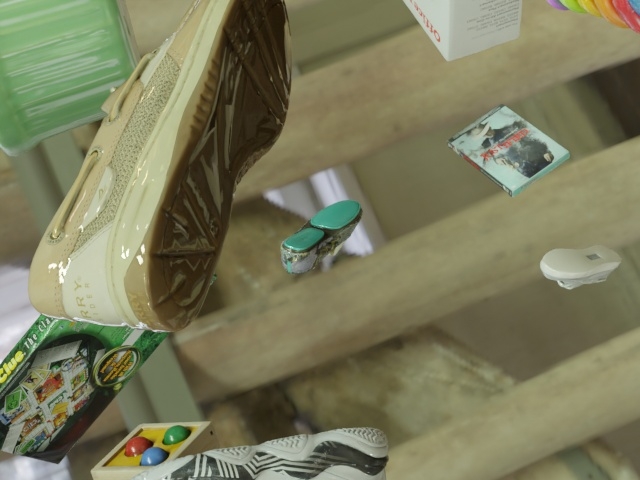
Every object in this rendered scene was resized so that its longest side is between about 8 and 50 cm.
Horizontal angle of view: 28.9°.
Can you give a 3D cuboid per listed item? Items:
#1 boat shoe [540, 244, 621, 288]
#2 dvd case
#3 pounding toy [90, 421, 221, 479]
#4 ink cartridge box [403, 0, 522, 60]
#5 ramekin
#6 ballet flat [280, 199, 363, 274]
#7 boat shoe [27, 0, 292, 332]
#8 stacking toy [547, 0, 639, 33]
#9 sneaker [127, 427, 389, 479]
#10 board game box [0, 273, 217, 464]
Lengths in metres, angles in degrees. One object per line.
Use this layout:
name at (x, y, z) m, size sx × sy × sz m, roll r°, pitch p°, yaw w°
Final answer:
boat shoe at (0.417, 0.049, 2.026) m, size 0.066 × 0.184 × 0.063 m, roll 41°, pitch 124°, yaw 30°
dvd case at (0.218, -0.107, 1.446) m, size 0.119 × 0.087 × 0.013 m, roll 44°, pitch 162°, yaw 41°
pounding toy at (-0.261, 0.330, 1.683) m, size 0.206 × 0.181 × 0.094 m, roll -43°, pitch -59°, yaw -55°
ink cartridge box at (0.125, -0.295, 1.174) m, size 0.203 × 0.086 × 0.148 m, roll 84°, pitch 161°, yaw -53°
ramekin at (-0.274, -0.247, 1.211) m, size 0.303 × 0.148 × 0.303 m, roll 164°, pitch 90°, yaw -86°
ballet flat at (0.000, 0.000, 1.114) m, size 0.041 × 0.114 × 0.041 m, roll 16°, pitch 122°, yaw 28°
boat shoe at (-0.107, -0.085, 0.882) m, size 0.121 × 0.110 × 0.341 m, roll 69°, pitch -151°, yaw -41°
stacking toy at (0.333, -0.343, 1.547) m, size 0.302 × 0.165 × 0.175 m, roll 15°, pitch 174°, yaw 46°
sneaker at (-0.072, 0.358, 1.525) m, size 0.137 × 0.366 × 0.210 m, roll 132°, pitch 128°, yaw -67°
board game box at (-0.227, 0.105, 1.208) m, size 0.136 × 0.259 × 0.030 m, roll 33°, pitch -169°, yaw -49°
